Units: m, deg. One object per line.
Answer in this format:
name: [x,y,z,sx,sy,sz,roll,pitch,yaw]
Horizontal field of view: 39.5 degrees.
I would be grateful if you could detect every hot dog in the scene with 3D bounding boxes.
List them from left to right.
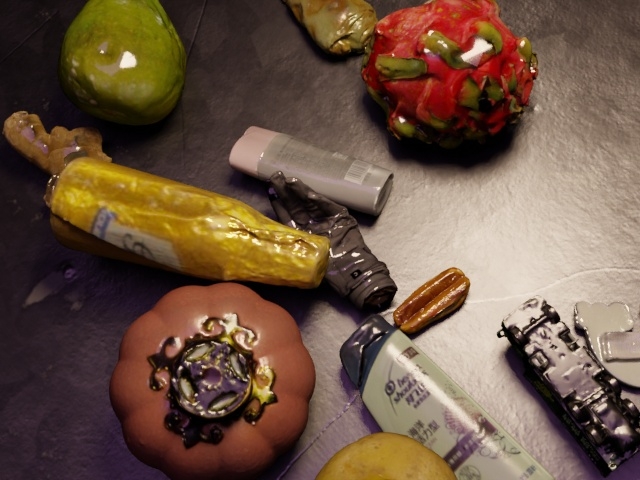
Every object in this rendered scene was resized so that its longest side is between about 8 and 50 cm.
hot dog: [0.175,0.100,1.414,0.144,0.038,0.062,-37,70,-5]

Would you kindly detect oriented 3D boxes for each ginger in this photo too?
ginger: [-0.427,-0.105,1.567,0.148,0.081,0.334,-27,77,-19]

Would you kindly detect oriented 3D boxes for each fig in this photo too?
fig: [-0.320,-0.342,1.577,0.233,0.233,0.314,25,65,17]

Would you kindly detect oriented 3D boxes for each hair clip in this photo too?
hair clip: [0.498,0.152,1.337,0.220,0.054,0.140,-5,72,10]

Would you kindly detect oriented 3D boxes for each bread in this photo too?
bread: [0.015,-0.438,1.633,0.128,0.088,0.232,-26,62,-11]

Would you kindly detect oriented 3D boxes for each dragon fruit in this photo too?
dragon fruit: [0.202,-0.281,1.465,0.302,0.237,0.231,12,49,24]

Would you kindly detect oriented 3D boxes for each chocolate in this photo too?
chocolate: [-0.203,-0.023,1.393,0.445,0.162,0.162,13,71,14]

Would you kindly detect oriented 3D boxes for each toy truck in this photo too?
toy truck: [0.367,0.207,1.295,0.088,0.121,0.259,-34,68,-4]

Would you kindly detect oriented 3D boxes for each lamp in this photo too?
lamp: [-0.156,0.207,1.302,0.305,0.239,0.305,1,77,-6]

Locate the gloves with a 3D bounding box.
gloves: [0.003,0.006,1.440,0.142,0.119,0.285,-37,82,-9]

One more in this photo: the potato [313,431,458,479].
potato: [0.144,0.443,1.174,0.397,0.290,0.296,30,54,3]

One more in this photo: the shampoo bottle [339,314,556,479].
shampoo bottle: [0.169,0.273,1.324,0.134,0.078,0.359,-46,69,-3]

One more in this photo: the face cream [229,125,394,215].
face cream: [-0.015,-0.121,1.509,0.269,0.073,0.107,19,42,15]
